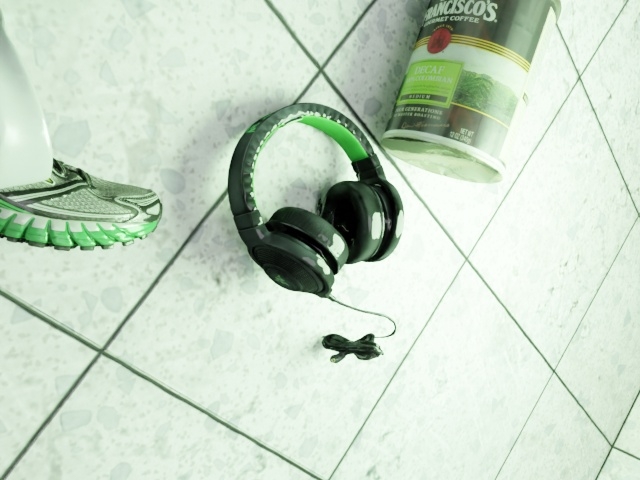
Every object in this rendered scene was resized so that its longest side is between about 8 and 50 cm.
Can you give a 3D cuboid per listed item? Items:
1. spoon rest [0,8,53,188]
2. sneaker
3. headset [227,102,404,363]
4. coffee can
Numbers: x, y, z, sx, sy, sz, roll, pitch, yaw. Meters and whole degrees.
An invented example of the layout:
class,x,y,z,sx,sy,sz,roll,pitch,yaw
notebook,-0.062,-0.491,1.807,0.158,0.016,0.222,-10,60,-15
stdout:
class,x,y,z,sx,sy,sz,roll,pitch,yaw
spoon rest,-0.320,-0.172,0.481,0.276,0.084,0.137,50,36,11
sneaker,-0.316,-0.077,0.553,0.343,0.134,0.146,17,89,-37
headset,0.000,0.000,0.830,0.243,0.185,0.394,-28,101,-33
coffee can,0.233,-0.252,0.876,0.201,0.201,0.275,20,88,-38
